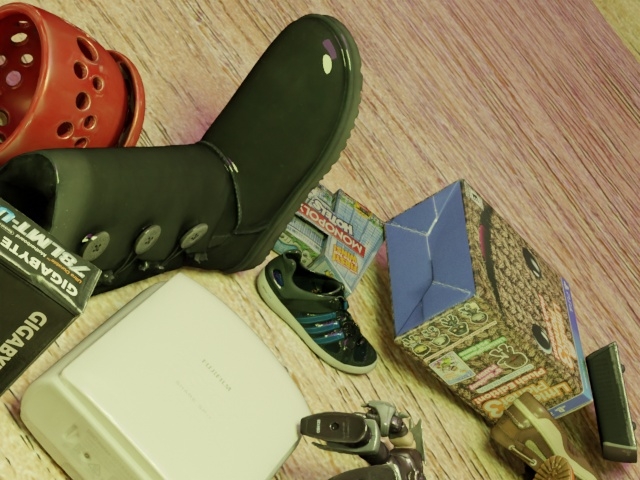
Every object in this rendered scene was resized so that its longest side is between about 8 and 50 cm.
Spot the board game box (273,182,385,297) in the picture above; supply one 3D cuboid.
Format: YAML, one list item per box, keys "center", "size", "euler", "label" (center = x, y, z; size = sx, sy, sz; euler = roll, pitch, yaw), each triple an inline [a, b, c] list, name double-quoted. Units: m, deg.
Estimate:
- center: [0.000, 0.000, 1.951]
  size: [0.194, 0.060, 0.194]
  euler: [36, 34, -18]
  label: "board game box"

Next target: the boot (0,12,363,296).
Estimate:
- center: [-0.173, -0.093, 1.589]
  size: [0.146, 0.367, 0.445]
  euler: [38, 26, 30]
  label: "boot"

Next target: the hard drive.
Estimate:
- center: [0.430, 0.244, 2.072]
  size: [0.254, 0.054, 0.172]
  euler: [45, 35, -73]
  label: "hard drive"

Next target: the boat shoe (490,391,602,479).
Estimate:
- center: [0.319, 0.320, 1.973]
  size: [0.257, 0.095, 0.095]
  euler: [50, -3, -27]
  label: "boat shoe"

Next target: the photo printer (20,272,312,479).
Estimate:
- center: [-0.150, 0.182, 1.543]
  size: [0.256, 0.107, 0.307]
  euler: [48, 33, -1]
  label: "photo printer"

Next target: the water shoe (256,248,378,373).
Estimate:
- center: [0.009, 0.096, 1.841]
  size: [0.203, 0.080, 0.073]
  euler: [40, 34, -13]
  label: "water shoe"

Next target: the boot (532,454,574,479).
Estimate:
- center: [0.326, 0.371, 1.907]
  size: [0.085, 0.059, 0.157]
  euler: [14, 81, -47]
  label: "boot"

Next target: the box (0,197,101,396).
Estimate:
- center: [-0.384, 0.041, 1.167]
  size: [0.293, 0.295, 0.073]
  euler: [39, 32, -15]
  label: "box"

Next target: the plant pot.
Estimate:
- center: [-0.312, -0.164, 1.642]
  size: [0.174, 0.191, 0.191]
  euler: [15, 45, -46]
  label: "plant pot"

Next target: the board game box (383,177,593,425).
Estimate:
- center: [0.235, 0.099, 1.991]
  size: [0.291, 0.141, 0.232]
  euler: [41, 31, -35]
  label: "board game box"

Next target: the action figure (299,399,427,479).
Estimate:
- center: [0.068, 0.272, 1.663]
  size: [0.285, 0.099, 0.185]
  euler: [47, 30, -65]
  label: "action figure"
